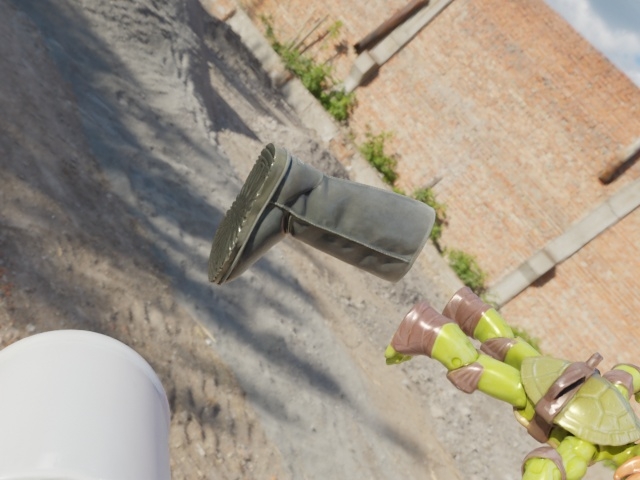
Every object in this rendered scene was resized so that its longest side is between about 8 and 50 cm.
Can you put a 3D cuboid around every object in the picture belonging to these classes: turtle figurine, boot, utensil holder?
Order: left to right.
[{"bbox_3d":[-0.356,0.338,0.802,0.327,0.328,0.385,43,-4,-21],"label":"utensil holder"},{"bbox_3d":[0.000,0.002,0.675,0.208,0.190,0.076,21,28,-29],"label":"boot"},{"bbox_3d":[0.154,0.117,0.421,0.269,0.087,0.217,-25,46,-39],"label":"turtle figurine"}]
